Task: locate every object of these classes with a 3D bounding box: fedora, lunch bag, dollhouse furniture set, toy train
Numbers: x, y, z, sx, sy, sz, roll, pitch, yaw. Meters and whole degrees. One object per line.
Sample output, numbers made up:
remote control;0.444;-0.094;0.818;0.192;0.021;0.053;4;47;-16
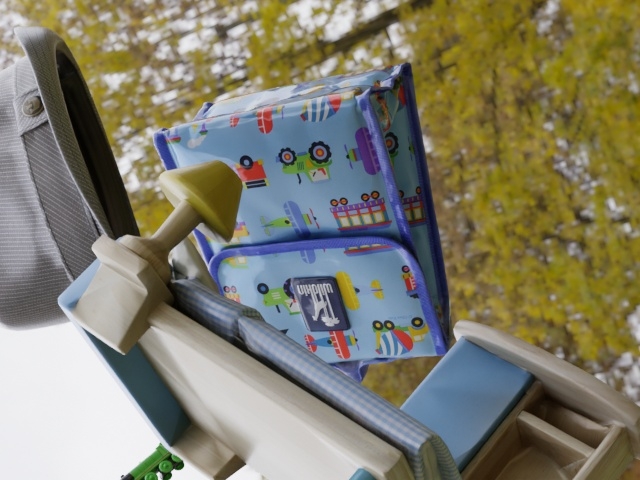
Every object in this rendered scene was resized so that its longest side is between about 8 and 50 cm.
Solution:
fedora;-0.217;-0.027;0.905;0.243;0.124;0.275;77;172;-69
lunch bag;0.000;0.000;1.143;0.138;0.221;0.293;-46;-56;-61
dollhouse furniture set;0.076;0.089;0.575;0.198;0.286;0.303;-47;-41;-20
toy train;-0.108;0.153;0.832;0.083;0.024;0.017;-37;-28;-33
